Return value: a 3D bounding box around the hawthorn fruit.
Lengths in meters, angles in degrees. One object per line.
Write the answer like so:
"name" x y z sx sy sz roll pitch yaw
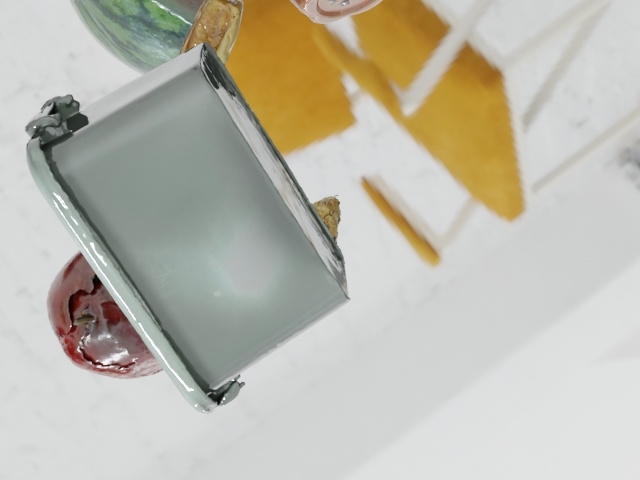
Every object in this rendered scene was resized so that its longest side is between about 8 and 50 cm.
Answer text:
"hawthorn fruit" -0.191 0.062 1.413 0.148 0.148 0.172 52 -163 14

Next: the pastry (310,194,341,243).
"pastry" 0.000 0.000 2.284 0.080 0.056 0.140 -45 -38 -65

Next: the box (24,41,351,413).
"box" -0.086 -0.019 1.061 0.243 0.135 0.163 57 -172 -14

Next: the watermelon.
"watermelon" -0.198 -0.324 1.977 0.213 0.201 0.261 29 169 -18

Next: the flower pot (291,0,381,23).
"flower pot" 0.003 -0.340 1.634 0.190 0.190 0.173 83 164 -74

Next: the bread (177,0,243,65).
"bread" -0.125 -0.213 1.662 0.053 0.132 0.074 21 -167 -11
